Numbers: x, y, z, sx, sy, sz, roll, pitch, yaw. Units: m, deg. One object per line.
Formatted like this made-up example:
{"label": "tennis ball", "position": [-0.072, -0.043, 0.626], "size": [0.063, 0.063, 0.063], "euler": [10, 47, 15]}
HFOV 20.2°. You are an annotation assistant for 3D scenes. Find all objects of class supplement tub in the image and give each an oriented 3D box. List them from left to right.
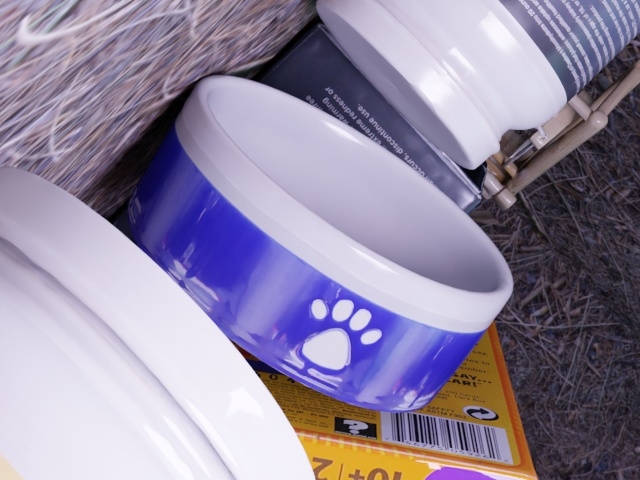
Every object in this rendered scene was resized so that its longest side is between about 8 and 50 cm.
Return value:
{"label": "supplement tub", "position": [-0.186, 0.152, 0.721], "size": [0.331, 0.241, 0.241], "euler": [-44, 180, -20]}
{"label": "supplement tub", "position": [0.150, -0.204, 1.299], "size": [0.272, 0.191, 0.191], "euler": [-44, 180, -2]}

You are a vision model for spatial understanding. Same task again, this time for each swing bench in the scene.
{"label": "swing bench", "position": [0.173, -0.186, 1.878], "size": [0.165, 0.253, 0.254], "euler": [-43, 179, -40]}

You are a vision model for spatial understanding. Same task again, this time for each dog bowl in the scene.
{"label": "dog bowl", "position": [0.000, 0.000, 1.268], "size": [0.104, 0.265, 0.265], "euler": [-56, 176, 17]}

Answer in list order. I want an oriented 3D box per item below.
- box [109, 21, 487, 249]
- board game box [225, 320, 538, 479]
{"label": "box", "position": [-0.055, 0.003, 1.676], "size": [0.395, 0.212, 0.293], "euler": [-43, -179, 10]}
{"label": "board game box", "position": [-0.058, 0.245, 1.387], "size": [0.356, 0.356, 0.356], "euler": [-87, -173, -74]}
